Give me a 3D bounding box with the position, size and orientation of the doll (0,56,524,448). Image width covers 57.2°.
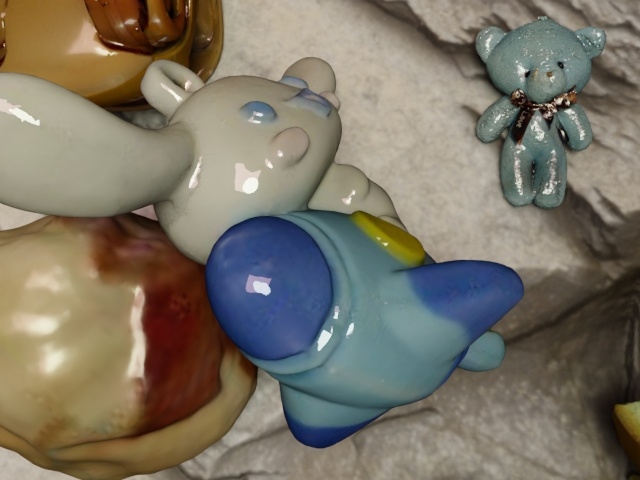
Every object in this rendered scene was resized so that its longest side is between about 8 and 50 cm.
[{"bbox_3d":[0.004,-0.004,0.436,0.366,0.187,0.376,49,49,3],"label":"doll"}]

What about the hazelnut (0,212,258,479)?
[{"bbox_3d":[-0.185,0.080,0.512,0.261,0.261,0.241,-11,49,5],"label":"hazelnut"}]

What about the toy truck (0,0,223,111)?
[{"bbox_3d":[-0.212,-0.247,0.556,0.204,0.211,0.288,-7,77,6],"label":"toy truck"}]

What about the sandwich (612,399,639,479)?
[{"bbox_3d":[0.332,0.217,0.463,0.122,0.128,0.236,-25,122,2],"label":"sandwich"}]

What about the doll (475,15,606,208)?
[{"bbox_3d":[0.204,-0.124,0.553,0.120,0.075,0.180,4,81,11],"label":"doll"}]
